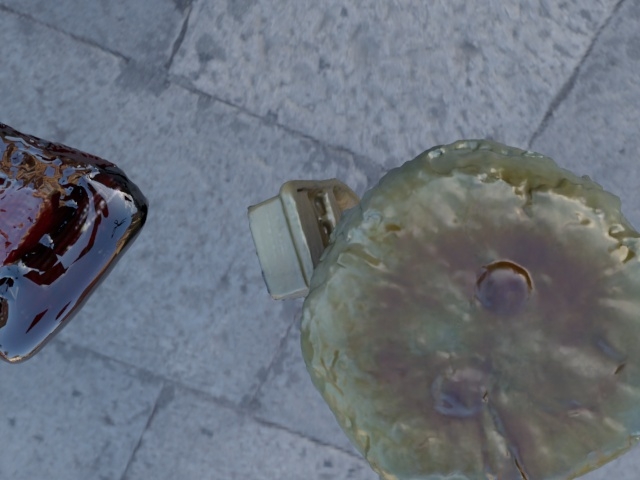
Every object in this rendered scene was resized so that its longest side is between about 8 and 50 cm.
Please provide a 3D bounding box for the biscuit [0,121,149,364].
[{"bbox_3d":[-0.217,-0.028,0.527,0.151,0.063,0.235,-45,136,8],"label":"biscuit"}]

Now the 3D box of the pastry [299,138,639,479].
[{"bbox_3d":[0.140,0.065,0.800,0.330,0.136,0.329,2,100,9],"label":"pastry"}]

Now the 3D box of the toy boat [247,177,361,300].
[{"bbox_3d":[0.000,0.000,0.946,0.061,0.188,0.116,-20,83,25],"label":"toy boat"}]
